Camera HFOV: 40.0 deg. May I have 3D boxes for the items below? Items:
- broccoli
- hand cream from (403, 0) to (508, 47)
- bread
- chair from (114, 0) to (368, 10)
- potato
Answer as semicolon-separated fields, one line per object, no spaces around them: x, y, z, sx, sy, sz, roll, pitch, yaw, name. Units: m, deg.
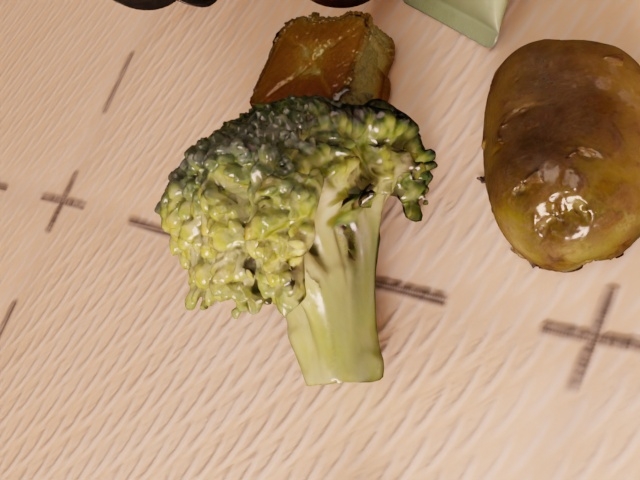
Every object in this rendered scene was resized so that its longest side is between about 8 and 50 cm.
0.000;0.000;0.723;0.263;0.247;0.243;161;94;-74;broccoli
0.159;-0.340;0.784;0.147;0.093;0.306;44;128;43;hand cream
0.005;-0.154;0.864;0.128;0.069;0.140;1;65;36;bread
-0.065;-0.357;0.918;0.401;0.226;0.227;11;74;39;chair
0.183;-0.079;0.688;0.164;0.081;0.200;-18;55;30;potato
